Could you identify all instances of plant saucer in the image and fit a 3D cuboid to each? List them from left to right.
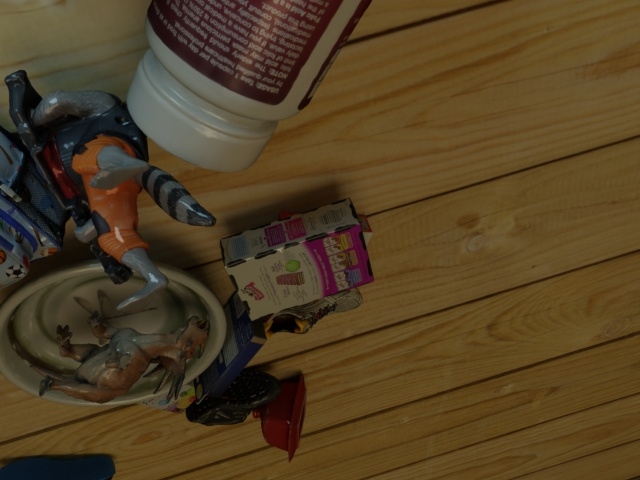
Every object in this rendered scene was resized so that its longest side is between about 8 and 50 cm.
[{"bbox_3d":[-0.374,0.149,1.203,0.400,0.100,0.400,-10,136,-9],"label":"plant saucer"}]

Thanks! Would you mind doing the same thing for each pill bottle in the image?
[{"bbox_3d":[-0.069,-0.287,0.783,0.224,0.224,0.392,16,126,-31],"label":"pill bottle"}]

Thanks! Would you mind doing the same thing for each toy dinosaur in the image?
[{"bbox_3d":[-0.342,0.220,1.131,0.295,0.127,0.200,-23,144,12],"label":"toy dinosaur"}]

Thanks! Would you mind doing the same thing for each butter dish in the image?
[{"bbox_3d":[-0.098,0.402,1.538,0.118,0.160,0.160,9,135,5],"label":"butter dish"}]

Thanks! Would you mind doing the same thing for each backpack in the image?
[{"bbox_3d":[-0.508,-0.048,0.896,0.276,0.213,0.263,-24,126,10],"label":"backpack"}]

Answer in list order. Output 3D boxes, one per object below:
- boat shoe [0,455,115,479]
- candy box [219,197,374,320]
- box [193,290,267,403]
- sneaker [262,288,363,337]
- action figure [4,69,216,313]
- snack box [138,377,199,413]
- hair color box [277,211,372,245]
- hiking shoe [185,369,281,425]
[{"bbox_3d":[-0.608,0.561,1.531,0.258,0.109,0.089,9,133,-24],"label":"boat shoe"},{"bbox_3d":[-0.037,0.035,1.149,0.233,0.071,0.159,-18,136,-1],"label":"candy box"},{"bbox_3d":[-0.184,0.205,1.297,0.036,0.136,0.225,19,125,-33],"label":"box"},{"bbox_3d":[-0.024,0.144,1.323,0.225,0.093,0.088,-12,136,-8],"label":"sneaker"},{"bbox_3d":[-0.256,-0.061,0.874,0.178,0.330,0.341,-24,135,-10],"label":"action figure"},{"bbox_3d":[-0.334,0.320,1.431,0.141,0.037,0.100,27,119,-37],"label":"snack box"},{"bbox_3d":[0.000,0.000,1.217,0.167,0.053,0.093,3,131,-19],"label":"hair color box"},{"bbox_3d":[-0.184,0.361,1.505,0.227,0.086,0.114,-19,147,12],"label":"hiking shoe"}]
